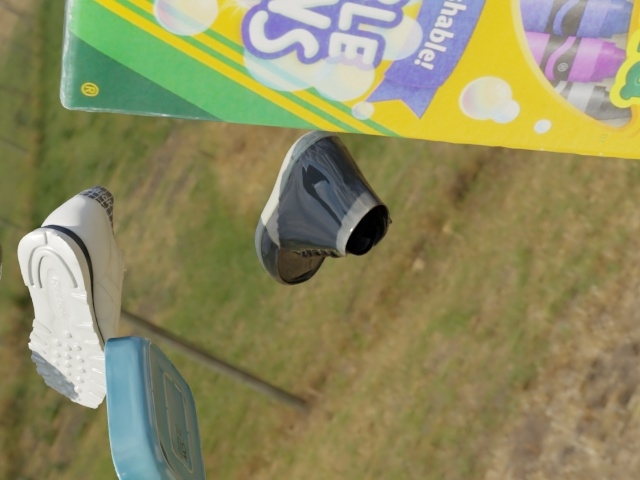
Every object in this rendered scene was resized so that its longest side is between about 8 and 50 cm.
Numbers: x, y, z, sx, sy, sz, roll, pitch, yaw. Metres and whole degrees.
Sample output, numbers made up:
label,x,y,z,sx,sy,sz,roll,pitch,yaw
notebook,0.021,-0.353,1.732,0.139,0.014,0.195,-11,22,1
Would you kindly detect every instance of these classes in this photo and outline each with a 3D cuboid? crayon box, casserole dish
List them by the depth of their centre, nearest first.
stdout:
label,x,y,z,sx,sy,sz,roll,pitch,yaw
crayon box,0.067,-0.140,0.569,0.083,0.323,0.203,-99,16,-48
casserole dish,-0.129,0.152,1.161,0.037,0.114,0.188,-25,40,10

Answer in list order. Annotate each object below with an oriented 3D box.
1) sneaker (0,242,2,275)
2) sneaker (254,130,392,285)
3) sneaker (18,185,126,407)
label,x,y,z,sx,sy,sz,roll,pitch,yaw
sneaker,-0.369,0.097,1.382,0.097,0.084,0.234,125,161,-66
sneaker,0.000,0.000,1.496,0.118,0.083,0.222,53,150,28
sneaker,-0.217,0.060,1.356,0.095,0.090,0.235,-58,-19,-45
